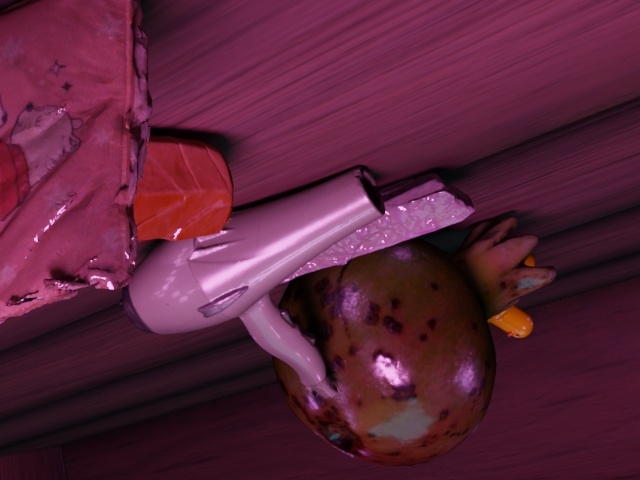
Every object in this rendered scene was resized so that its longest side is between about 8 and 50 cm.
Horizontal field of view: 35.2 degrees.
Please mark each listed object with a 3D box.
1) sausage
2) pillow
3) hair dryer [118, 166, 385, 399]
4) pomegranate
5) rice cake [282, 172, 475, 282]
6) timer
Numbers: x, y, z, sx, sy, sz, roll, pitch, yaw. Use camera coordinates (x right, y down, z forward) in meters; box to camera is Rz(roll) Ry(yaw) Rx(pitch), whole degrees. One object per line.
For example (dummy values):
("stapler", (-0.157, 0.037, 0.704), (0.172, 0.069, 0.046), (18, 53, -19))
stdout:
("sausage", (-0.111, -0.028, 0.561), (0.169, 0.065, 0.065), (-4, 166, -43))
("pillow", (-0.172, -0.009, 0.398), (0.248, 0.135, 0.049), (-18, 149, 20))
("hair dryer", (-0.014, 0.032, 0.807), (0.225, 0.088, 0.219), (29, 126, -27))
("pomegranate", (0.091, 0.075, 1.023), (0.306, 0.242, 0.242), (-54, 172, -8))
("rice cake", (0.000, -0.001, 0.852), (0.270, 0.049, 0.055), (-19, -148, 21))
("timer", (0.231, 0.057, 1.258), (0.109, 0.107, 0.107), (32, 160, -4))
